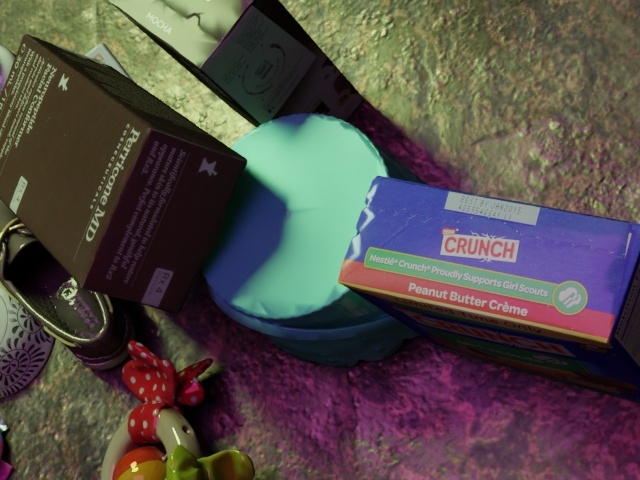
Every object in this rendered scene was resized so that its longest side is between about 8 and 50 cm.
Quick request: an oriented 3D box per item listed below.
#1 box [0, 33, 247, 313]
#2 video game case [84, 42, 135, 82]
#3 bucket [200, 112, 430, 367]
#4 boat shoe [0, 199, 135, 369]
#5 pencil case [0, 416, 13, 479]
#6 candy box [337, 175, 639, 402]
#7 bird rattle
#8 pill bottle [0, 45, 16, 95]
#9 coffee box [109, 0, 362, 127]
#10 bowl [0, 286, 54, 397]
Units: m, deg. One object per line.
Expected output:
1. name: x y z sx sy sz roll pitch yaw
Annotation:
1. box: -0.258 -0.086 1.504 0.381 0.143 0.191 35 103 49
2. video game case: -0.305 -0.133 1.700 0.190 0.022 0.173 -37 95 8
3. bucket: 0.000 0.000 1.480 0.281 0.183 0.281 -8 69 22
4. boat shoe: -0.358 0.026 1.639 0.117 0.096 0.324 -40 73 -10
5. pencil case: -0.487 0.239 1.587 0.104 0.236 0.104 -13 63 28
6. candy box: 0.206 0.056 1.295 0.268 0.317 0.122 13 78 27
7. bird rattle: -0.195 0.255 1.516 0.207 0.143 0.253 -50 57 20
8. pill bottle: -0.434 -0.201 1.739 0.108 0.180 0.107 -8 70 21
9. coffee box: -0.091 -0.224 1.532 0.168 0.297 0.119 39 90 29
10. bowl: -0.437 0.114 1.690 0.170 0.080 0.170 -8 69 20
